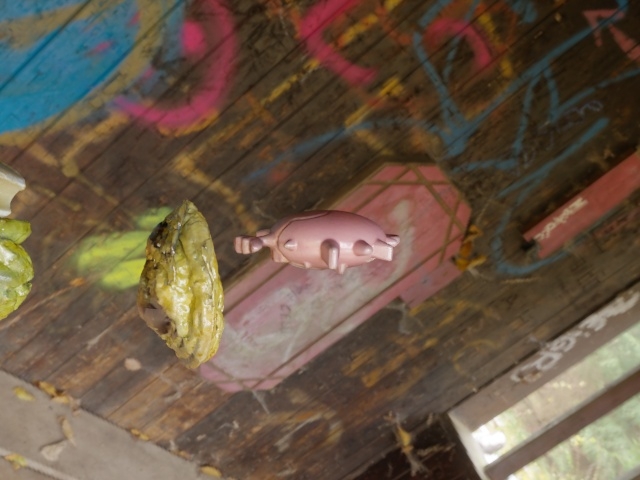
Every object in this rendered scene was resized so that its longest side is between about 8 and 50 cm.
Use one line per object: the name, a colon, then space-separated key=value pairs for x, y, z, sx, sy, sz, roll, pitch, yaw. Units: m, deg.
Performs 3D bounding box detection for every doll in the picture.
doll: x=0.000 y=0.000 z=0.954 sx=0.262 sy=0.093 sz=0.211 roll=-4 pitch=10 yaw=-28

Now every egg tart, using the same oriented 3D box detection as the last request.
egg tart: x=-0.246 y=0.070 z=1.064 sx=0.132 sy=0.297 sz=0.297 roll=-1 pitch=39 yaw=-22

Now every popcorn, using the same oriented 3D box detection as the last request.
popcorn: x=-0.575 y=0.043 z=1.061 sx=0.198 sy=0.198 sz=0.212 roll=41 pitch=48 yaw=-40

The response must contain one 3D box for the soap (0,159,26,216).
soap: x=-0.576 y=-0.122 z=0.928 sx=0.174 sy=0.089 sz=0.274 roll=32 pitch=-5 yaw=1
